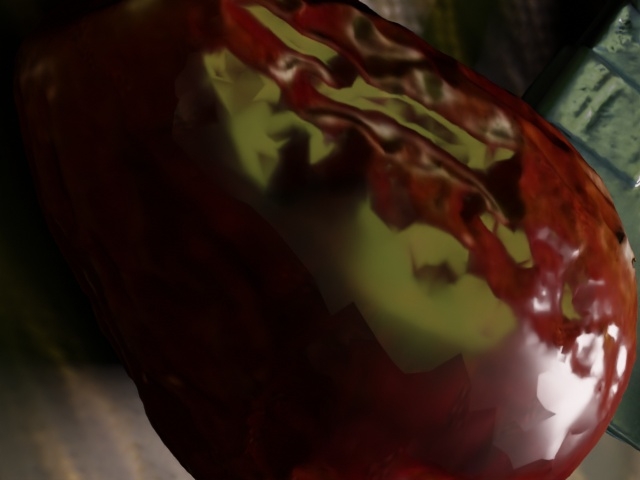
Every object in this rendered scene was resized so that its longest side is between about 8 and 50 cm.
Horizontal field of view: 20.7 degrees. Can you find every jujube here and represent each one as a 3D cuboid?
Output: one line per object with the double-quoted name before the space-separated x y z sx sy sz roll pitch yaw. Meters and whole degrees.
"jujube" 0.000 0.000 0.646 0.190 0.190 0.255 -46 113 -19

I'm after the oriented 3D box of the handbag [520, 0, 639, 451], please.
"handbag" 0.160 -0.030 0.779 0.179 0.062 0.229 35 92 -6
